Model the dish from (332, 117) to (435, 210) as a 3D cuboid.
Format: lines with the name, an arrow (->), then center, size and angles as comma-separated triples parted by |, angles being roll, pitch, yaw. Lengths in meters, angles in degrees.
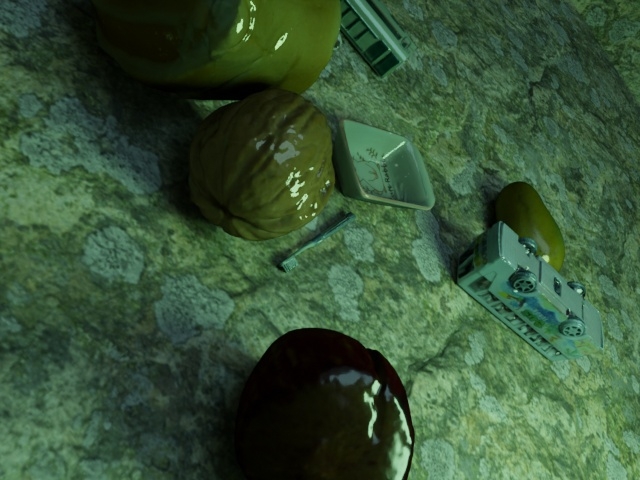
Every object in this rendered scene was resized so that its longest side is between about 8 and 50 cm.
dish -> 0.110, -0.116, 1.329 | 0.234, 0.064, 0.154 | 8, 59, -44

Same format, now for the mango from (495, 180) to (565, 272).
mango -> 0.439, -0.028, 1.588 | 0.156, 0.114, 0.251 | 19, 52, -30

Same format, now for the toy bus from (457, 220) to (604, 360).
toy bus -> 0.399, 0.106, 1.433 | 0.329, 0.136, 0.109 | 38, 44, -24

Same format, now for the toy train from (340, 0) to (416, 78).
toy train -> 0.025, -0.504, 1.494 | 0.407, 0.086, 0.088 | 48, 44, -11

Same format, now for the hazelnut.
hazelnut -> -0.004, 0.220, 0.886 | 0.218, 0.218, 0.234 | -12, 93, -51

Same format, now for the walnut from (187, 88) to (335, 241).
walnut -> -0.073, -0.104, 1.012 | 0.213, 0.213, 0.213 | 27, 47, -33

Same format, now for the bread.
bread -> -0.131, -0.297, 1.049 | 0.341, 0.300, 0.210 | -14, 118, -60

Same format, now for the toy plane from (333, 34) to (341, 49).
toy plane -> -0.071, -0.444, 1.368 | 0.273, 0.107, 0.182 | 27, 84, 2

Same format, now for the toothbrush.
toothbrush -> 0.000, 0.000, 1.166 | 0.019, 0.016, 0.219 | 57, 37, -3
